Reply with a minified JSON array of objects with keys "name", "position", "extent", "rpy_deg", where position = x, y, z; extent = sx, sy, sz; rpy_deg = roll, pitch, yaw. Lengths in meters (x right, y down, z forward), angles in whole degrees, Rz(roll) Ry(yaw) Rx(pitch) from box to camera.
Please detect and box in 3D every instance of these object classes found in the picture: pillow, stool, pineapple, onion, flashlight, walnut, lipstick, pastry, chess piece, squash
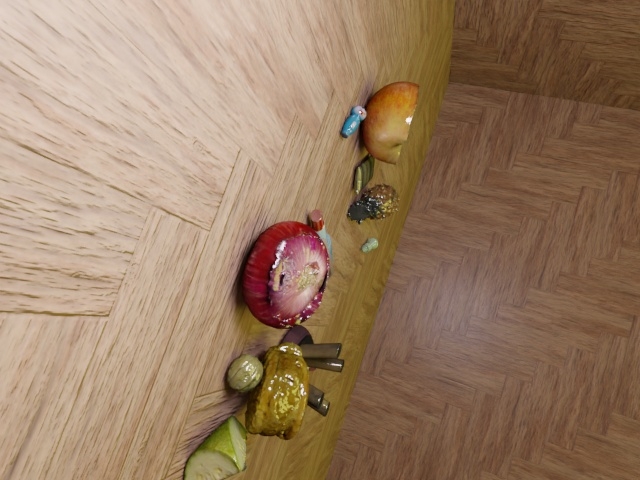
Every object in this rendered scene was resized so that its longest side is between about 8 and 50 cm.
[{"name":"pillow","position":[0.172,-0.262,1.623],"extent":[0.203,0.038,0.113],"rpy_deg":[-47,146,-56]},{"name":"stool","position":[-0.042,0.426,1.347],"extent":[0.272,0.179,0.272],"rpy_deg":[15,90,-73]},{"name":"pineapple","position":[0.207,-0.145,1.691],"extent":[0.279,0.158,0.157],"rpy_deg":[-24,129,-53]},{"name":"onion","position":[-0.083,0.077,0.945],"extent":[0.248,0.161,0.248],"rpy_deg":[5,90,-70]},{"name":"flashlight","position":[0.101,-0.367,1.298],"extent":[0.129,0.051,0.051],"rpy_deg":[-60,159,-24]},{"name":"walnut","position":[-0.179,0.317,0.993],"extent":[0.092,0.092,0.092],"rpy_deg":[16,90,-73]},{"name":"lipstick","position":[0.000,0.000,1.286],"extent":[0.068,0.061,0.274],"rpy_deg":[-60,159,-27]},{"name":"pastry","position":[-0.119,0.386,1.083],"extent":[0.240,0.132,0.235],"rpy_deg":[134,-35,-55]},{"name":"chess piece","position":[0.237,0.033,2.067],"extent":[0.149,0.059,0.059],"rpy_deg":[-33,136,-58]},{"name":"squash","position":[-0.204,0.475,1.010],"extent":[0.169,0.093,0.252],"rpy_deg":[-32,175,21]}]

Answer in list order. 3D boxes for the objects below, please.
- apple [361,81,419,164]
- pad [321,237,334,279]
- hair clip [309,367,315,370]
[{"name":"apple","position":[0.228,-0.417,1.449],"extent":[0.293,0.163,0.251],"rpy_deg":[98,6,-71]},{"name":"pad","position":[-0.027,0.108,1.298],"extent":[0.176,0.002,0.266],"rpy_deg":[-46,154,-16]},{"name":"hair clip","position":[-0.026,0.514,1.739],"extent":[0.054,0.022,0.137],"rpy_deg":[-69,162,-5]}]
